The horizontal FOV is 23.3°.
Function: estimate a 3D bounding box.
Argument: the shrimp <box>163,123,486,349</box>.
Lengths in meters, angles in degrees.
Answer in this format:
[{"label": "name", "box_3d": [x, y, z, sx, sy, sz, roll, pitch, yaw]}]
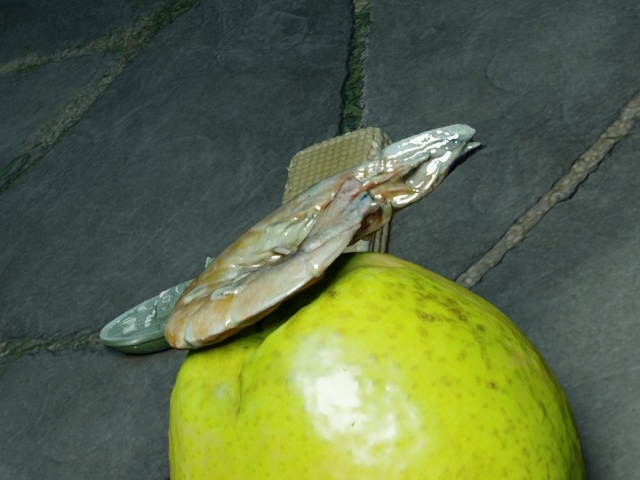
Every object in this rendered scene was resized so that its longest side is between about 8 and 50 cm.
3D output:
[{"label": "shrimp", "box_3d": [0.000, 0.000, 1.292, 0.317, 0.062, 0.164, -33, 19, 6]}]

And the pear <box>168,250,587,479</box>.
[{"label": "pear", "box_3d": [0.047, 0.189, 1.356, 0.391, 0.391, 0.391, -23, 34, 17]}]

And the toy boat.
[{"label": "toy boat", "box_3d": [-0.167, 0.079, 1.944, 0.261, 0.085, 0.078, -22, 35, 19]}]

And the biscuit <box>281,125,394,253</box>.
[{"label": "biscuit", "box_3d": [0.011, 0.020, 1.869, 0.144, 0.078, 0.426, -18, 37, 22]}]
